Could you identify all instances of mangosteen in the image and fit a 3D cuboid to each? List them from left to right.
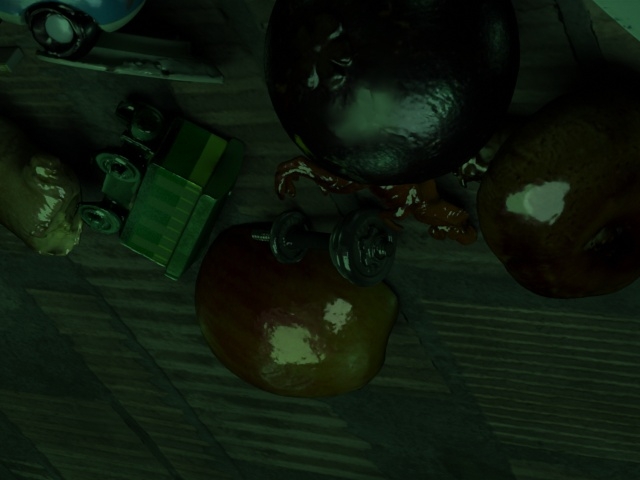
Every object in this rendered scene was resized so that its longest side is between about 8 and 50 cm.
[{"bbox_3d":[0.081,-0.192,1.454,0.288,0.288,0.288,20,148,13],"label":"mangosteen"}]

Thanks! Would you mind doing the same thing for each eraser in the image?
[{"bbox_3d":[-0.463,-0.256,1.989,0.083,0.038,0.019,4,144,33],"label":"eraser"}]

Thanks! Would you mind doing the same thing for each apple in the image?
[{"bbox_3d":[-0.058,0.102,2.107,0.346,0.254,0.179,14,-173,24],"label":"apple"}]

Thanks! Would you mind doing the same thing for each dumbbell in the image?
[{"bbox_3d":[0.000,0.000,1.944,0.254,0.110,0.110,7,143,42],"label":"dumbbell"}]

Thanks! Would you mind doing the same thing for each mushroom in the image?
[{"bbox_3d":[0.279,-0.072,1.539,0.255,0.267,0.267,60,151,13],"label":"mushroom"}]

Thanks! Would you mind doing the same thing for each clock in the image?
[{"bbox_3d":[-0.234,-0.234,1.734,0.236,0.053,0.236,6,-172,-1],"label":"clock"}]

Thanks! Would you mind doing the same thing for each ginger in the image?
[{"bbox_3d":[-0.453,-0.097,2.092,0.276,0.130,0.221,49,156,-16],"label":"ginger"}]

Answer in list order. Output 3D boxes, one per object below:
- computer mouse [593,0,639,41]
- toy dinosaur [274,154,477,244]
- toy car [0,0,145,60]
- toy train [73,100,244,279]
[{"bbox_3d":[0.336,-0.259,1.300,0.288,0.097,0.159,31,149,-25],"label":"computer mouse"},{"bbox_3d":[0.040,-0.113,1.745,0.208,0.097,0.432,-13,134,30],"label":"toy dinosaur"},{"bbox_3d":[-0.320,-0.341,1.616,0.255,0.188,0.190,21,136,9],"label":"toy car"},{"bbox_3d":[-0.231,-0.077,1.992,0.202,0.120,0.301,27,149,-4],"label":"toy train"}]
